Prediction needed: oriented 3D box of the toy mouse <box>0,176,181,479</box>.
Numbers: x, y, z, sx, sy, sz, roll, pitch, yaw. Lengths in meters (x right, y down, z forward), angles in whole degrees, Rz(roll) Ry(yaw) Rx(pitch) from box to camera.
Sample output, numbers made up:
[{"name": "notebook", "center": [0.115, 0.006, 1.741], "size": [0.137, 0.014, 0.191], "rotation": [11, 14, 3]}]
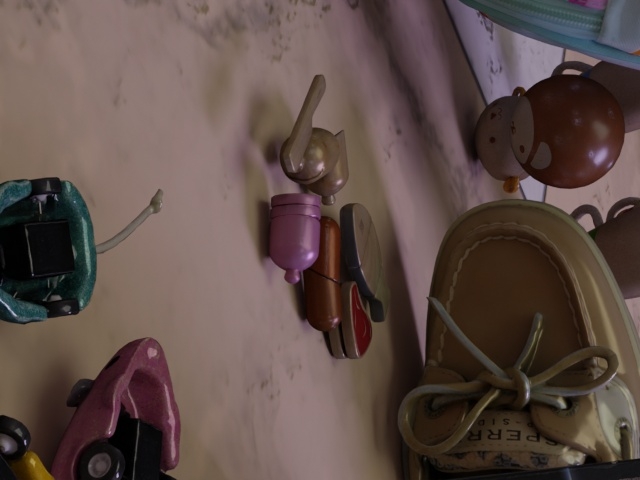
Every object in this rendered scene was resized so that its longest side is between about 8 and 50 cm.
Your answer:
[{"name": "toy mouse", "center": [-0.074, 0.036, 0.447], "size": [0.143, 0.031, 0.161], "rotation": [-76, 148, -43]}]

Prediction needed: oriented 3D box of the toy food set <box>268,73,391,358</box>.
[{"name": "toy food set", "center": [0.000, 0.000, 0.654], "size": [0.078, 0.019, 0.122], "rotation": [-70, 151, -49]}]

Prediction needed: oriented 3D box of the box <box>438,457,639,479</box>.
[{"name": "box", "center": [0.075, 0.153, 0.557], "size": [0.078, 0.180, 0.147], "rotation": [-74, 146, -46]}]

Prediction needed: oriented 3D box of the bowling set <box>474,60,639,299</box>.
[{"name": "bowling set", "center": [0.130, -0.025, 0.856], "size": [0.200, 0.154, 0.287], "rotation": [33, 50, -36]}]

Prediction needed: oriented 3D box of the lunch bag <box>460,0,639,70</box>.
[{"name": "lunch bag", "center": [0.188, -0.147, 0.795], "size": [0.224, 0.279, 0.108], "rotation": [-112, -145, -65]}]

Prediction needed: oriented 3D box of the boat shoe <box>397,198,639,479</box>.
[{"name": "boat shoe", "center": [0.089, 0.120, 0.703], "size": [0.089, 0.104, 0.285], "rotation": [14, 69, -68]}]
